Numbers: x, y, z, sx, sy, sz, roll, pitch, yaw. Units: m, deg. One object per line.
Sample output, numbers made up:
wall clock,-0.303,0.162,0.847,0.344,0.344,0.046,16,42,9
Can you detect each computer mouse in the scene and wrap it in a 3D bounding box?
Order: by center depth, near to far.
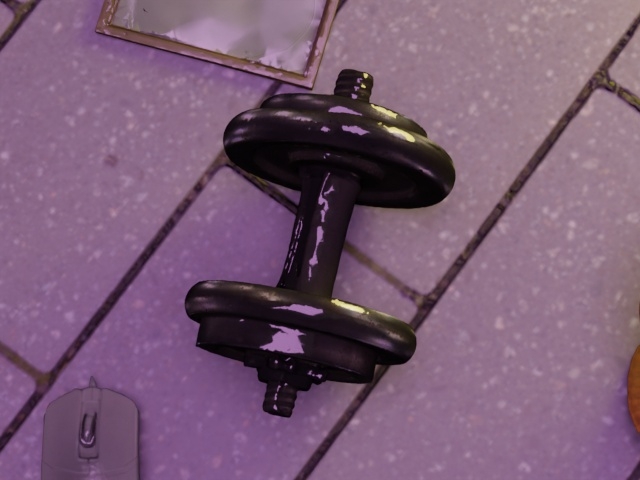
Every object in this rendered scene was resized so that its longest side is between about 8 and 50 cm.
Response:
computer mouse,-0.188,0.200,1.414,0.089,0.056,0.181,-2,78,-2

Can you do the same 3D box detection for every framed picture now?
framed picture,-0.084,-0.222,1.513,0.201,0.010,0.136,15,81,6

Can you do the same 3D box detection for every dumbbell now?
dumbbell,0.000,0.000,1.375,0.192,0.192,0.289,12,78,5

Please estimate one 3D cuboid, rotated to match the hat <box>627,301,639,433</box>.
hat,0.337,0.047,1.290,0.244,0.233,0.233,24,70,35
